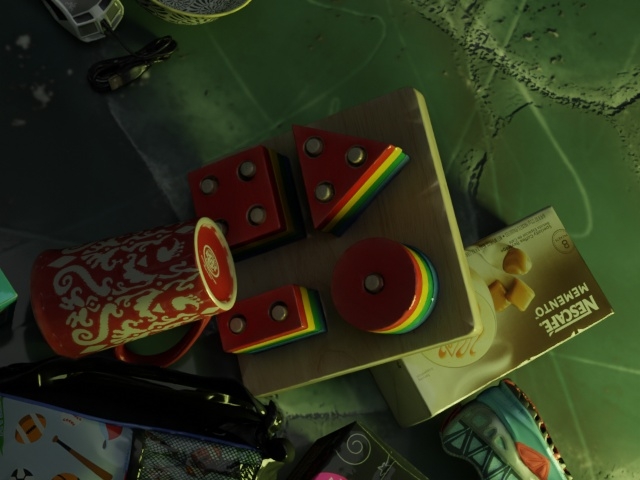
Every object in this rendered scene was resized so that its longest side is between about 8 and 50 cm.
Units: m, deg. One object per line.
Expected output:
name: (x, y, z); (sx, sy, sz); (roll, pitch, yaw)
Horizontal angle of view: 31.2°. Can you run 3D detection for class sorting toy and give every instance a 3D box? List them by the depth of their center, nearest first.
sorting toy: (0.000, 0.000, 1.135); (0.255, 0.089, 0.257); (-19, 75, 21)

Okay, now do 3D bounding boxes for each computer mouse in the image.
computer mouse: (-0.253, -0.253, 1.248); (0.106, 0.042, 0.193); (-40, 93, -19)

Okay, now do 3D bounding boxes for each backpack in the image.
backpack: (-0.179, 0.203, 1.021); (0.263, 0.276, 0.213); (19, 82, -6)

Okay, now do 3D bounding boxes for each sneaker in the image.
sneaker: (0.210, 0.280, 1.199); (0.125, 0.104, 0.262); (-28, 89, 6)

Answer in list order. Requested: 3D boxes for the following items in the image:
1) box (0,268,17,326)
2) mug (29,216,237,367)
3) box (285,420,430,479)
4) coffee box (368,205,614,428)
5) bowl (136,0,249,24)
box: (-0.381, -0.022, 1.103); (0.060, 0.100, 0.244); (-30, 84, -24)
mug: (-0.168, 0.048, 1.109); (0.169, 0.150, 0.113); (-16, 62, 17)
box: (0.004, 0.322, 1.085); (0.163, 0.142, 0.247); (40, 68, -2)
coffee box: (0.168, 0.081, 1.232); (0.246, 0.098, 0.141); (-24, 81, -22)
bowl: (-0.156, -0.297, 1.263); (0.170, 0.080, 0.170); (10, 63, -21)
